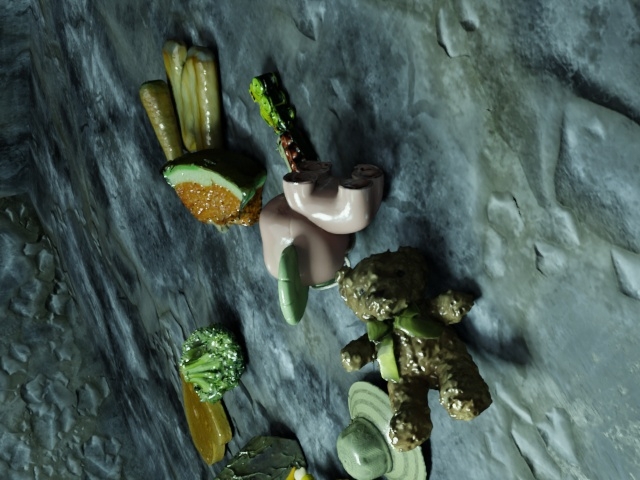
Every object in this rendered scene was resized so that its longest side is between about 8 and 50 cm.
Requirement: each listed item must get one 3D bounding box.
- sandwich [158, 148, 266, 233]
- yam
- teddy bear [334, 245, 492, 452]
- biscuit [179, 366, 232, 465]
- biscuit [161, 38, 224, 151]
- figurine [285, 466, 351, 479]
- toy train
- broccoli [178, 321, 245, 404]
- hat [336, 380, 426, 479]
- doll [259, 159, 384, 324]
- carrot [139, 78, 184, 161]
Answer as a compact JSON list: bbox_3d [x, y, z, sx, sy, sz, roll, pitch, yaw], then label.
[{"bbox_3d":[-0.228,-0.118,1.906,0.292,0.109,0.212,-4,118,50],"label":"sandwich"},{"bbox_3d":[-0.161,0.620,2.046,0.202,0.271,0.201,-20,104,54],"label":"yam"},{"bbox_3d":[0.143,0.157,1.331,0.222,0.246,0.296,52,-163,-22],"label":"teddy bear"},{"bbox_3d":[-0.348,0.539,2.531,0.287,0.057,0.343,17,118,57],"label":"biscuit"},{"bbox_3d":[-0.311,-0.345,2.017,0.237,0.062,0.290,29,128,51],"label":"biscuit"},{"bbox_3d":[0.025,0.618,1.808,0.215,0.187,0.344,53,158,-11],"label":"figurine"},{"bbox_3d":[-0.076,-0.231,1.680,0.249,0.053,0.085,65,158,15],"label":"toy train"},{"bbox_3d":[-0.296,0.330,2.220,0.198,0.176,0.226,50,166,17],"label":"broccoli"},{"bbox_3d":[0.092,0.414,1.617,0.252,0.110,0.252,42,146,39],"label":"hat"},{"bbox_3d":[0.000,0.000,1.490,0.216,0.284,0.268,8,116,21],"label":"doll"},{"bbox_3d":[-0.385,-0.261,2.065,0.078,0.078,0.298,2,111,60],"label":"carrot"}]
